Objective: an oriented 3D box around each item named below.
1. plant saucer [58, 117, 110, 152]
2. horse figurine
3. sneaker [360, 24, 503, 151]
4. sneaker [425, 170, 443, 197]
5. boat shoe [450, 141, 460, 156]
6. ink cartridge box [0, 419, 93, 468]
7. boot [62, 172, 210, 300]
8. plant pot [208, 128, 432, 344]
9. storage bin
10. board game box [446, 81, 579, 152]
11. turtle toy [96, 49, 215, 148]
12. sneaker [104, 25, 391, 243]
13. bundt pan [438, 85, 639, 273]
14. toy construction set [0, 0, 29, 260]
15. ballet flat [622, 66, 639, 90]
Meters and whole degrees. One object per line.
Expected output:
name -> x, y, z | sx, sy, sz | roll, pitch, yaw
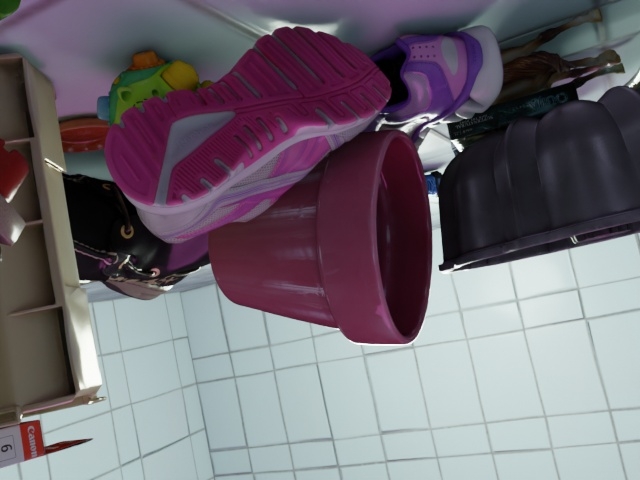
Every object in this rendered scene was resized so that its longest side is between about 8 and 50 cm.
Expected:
plant saucer -> -0.238, -0.107, 0.639 | 0.083, 0.013, 0.083 | -11, 175, -1
horse figurine -> 0.240, -0.174, 0.709 | 0.174, 0.066, 0.263 | -21, 172, 29
sneaker -> 0.068, -0.137, 0.635 | 0.104, 0.095, 0.236 | -3, 166, -26
sneaker -> 0.216, -0.113, 1.282 | 0.084, 0.058, 0.152 | -7, 180, 10
boat shoe -> 0.273, -0.131, 1.111 | 0.065, 0.083, 0.183 | -15, 174, 27
ink cartridge box -> -0.240, 0.154, 0.478 | 0.115, 0.029, 0.063 | -5, 169, -45
boot -> -0.166, -0.043, 0.744 | 0.284, 0.138, 0.377 | -23, 161, 6
plant pot -> 0.000, 0.000, 0.620 | 0.180, 0.201, 0.201 | -2, 178, 22
storage bin -> -0.309, 0.018, 0.474 | 0.260, 0.262, 0.123 | -12, 172, -2
board game box -> 0.216, -0.120, 0.703 | 0.126, 0.026, 0.186 | -14, 172, 20
turtle toy -> -0.133, -0.110, 0.529 | 0.095, 0.066, 0.130 | -46, 167, 9
sneaker -> -0.053, -0.083, 0.511 | 0.252, 0.103, 0.111 | -30, 165, -27
bundt pan -> 0.267, -0.061, 0.640 | 0.330, 0.124, 0.331 | -13, 173, -2
toy construction set -> -0.292, -0.001, 0.257 | 0.237, 0.309, 0.257 | -9, 168, 31
ballet flat -> 0.421, -0.196, 0.663 | 0.139, 0.139, 0.400 | -13, 178, 11
